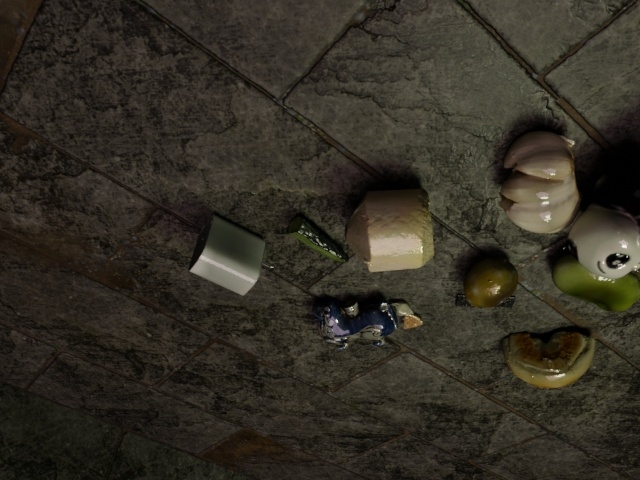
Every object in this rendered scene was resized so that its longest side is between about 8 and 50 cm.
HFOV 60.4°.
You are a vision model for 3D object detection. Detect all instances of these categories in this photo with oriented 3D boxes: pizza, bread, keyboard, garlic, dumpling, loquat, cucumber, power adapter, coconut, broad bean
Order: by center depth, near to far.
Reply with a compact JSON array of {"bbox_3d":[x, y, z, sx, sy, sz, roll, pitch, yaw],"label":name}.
[{"bbox_3d":[0.560,-0.126,1.433,0.203,0.185,0.281,2,141,36],"label":"garlic"},{"bbox_3d":[0.189,-0.028,1.530,0.244,0.239,0.239,-7,133,11],"label":"coconut"},{"bbox_3d":[0.833,0.125,1.658,0.291,0.119,0.238,29,162,-26],"label":"broad bean"},{"bbox_3d":[-0.256,0.058,1.685,0.255,0.187,0.124,28,131,-21],"label":"power adapter"},{"bbox_3d":[0.000,-0.003,1.696,0.211,0.062,0.078,31,163,-31],"label":"cucumber"},{"bbox_3d":[0.526,0.135,1.716,0.152,0.152,0.195,19,121,-13],"label":"loquat"},{"bbox_3d":[0.561,0.208,1.874,0.195,0.018,0.060,1,137,5],"label":"keyboard"},{"bbox_3d":[0.282,0.236,1.913,0.076,0.057,0.052,-5,91,-6],"label":"dumpling"},{"bbox_3d":[0.820,0.433,1.946,0.314,0.192,0.171,-11,131,15],"label":"bread"},{"bbox_3d":[0.319,0.286,1.967,0.083,0.025,0.078,33,124,-15],"label":"pizza"}]

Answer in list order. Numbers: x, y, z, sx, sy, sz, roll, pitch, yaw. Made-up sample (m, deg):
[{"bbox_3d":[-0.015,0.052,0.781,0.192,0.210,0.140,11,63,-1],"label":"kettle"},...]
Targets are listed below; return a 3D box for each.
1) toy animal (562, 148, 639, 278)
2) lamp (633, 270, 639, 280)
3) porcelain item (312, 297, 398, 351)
[{"bbox_3d":[0.778,-0.051,1.402,0.251,0.251,0.310,25,113,-18],"label":"toy animal"},{"bbox_3d":[0.958,0.027,1.513,0.284,0.250,0.250,18,138,20],"label":"lamp"},{"bbox_3d":[0.119,0.270,1.912,0.288,0.138,0.186,-13,115,23],"label":"porcelain item"}]
